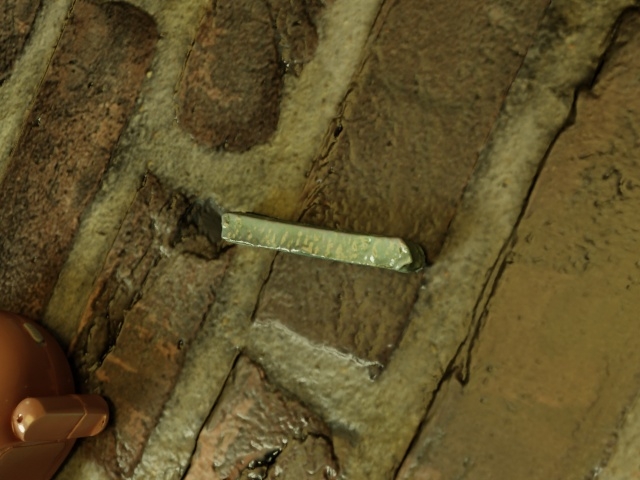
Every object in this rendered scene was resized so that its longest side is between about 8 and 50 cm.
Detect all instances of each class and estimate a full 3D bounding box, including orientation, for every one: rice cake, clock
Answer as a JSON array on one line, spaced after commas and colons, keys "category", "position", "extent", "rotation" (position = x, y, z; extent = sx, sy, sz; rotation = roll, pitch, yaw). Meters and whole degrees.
[{"category": "rice cake", "position": [0.000, 0.000, 0.795], "extent": [0.211, 0.043, 0.034], "rotation": [10, 91, 28]}, {"category": "clock", "position": [-0.387, 0.182, 0.911], "extent": [0.227, 0.142, 0.241], "rotation": [-51, 61, 11]}]

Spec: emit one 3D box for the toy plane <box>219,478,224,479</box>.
[{"category": "toy plane", "position": [-0.047, 0.293, 0.762], "extent": [0.126, 0.077, 0.194], "rotation": [-33, 59, 9]}]
